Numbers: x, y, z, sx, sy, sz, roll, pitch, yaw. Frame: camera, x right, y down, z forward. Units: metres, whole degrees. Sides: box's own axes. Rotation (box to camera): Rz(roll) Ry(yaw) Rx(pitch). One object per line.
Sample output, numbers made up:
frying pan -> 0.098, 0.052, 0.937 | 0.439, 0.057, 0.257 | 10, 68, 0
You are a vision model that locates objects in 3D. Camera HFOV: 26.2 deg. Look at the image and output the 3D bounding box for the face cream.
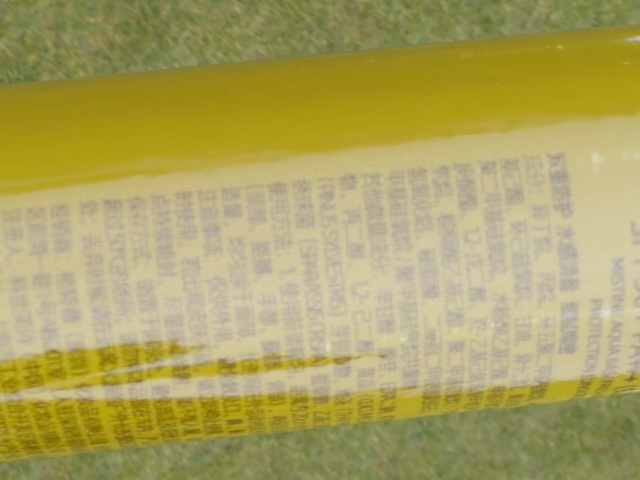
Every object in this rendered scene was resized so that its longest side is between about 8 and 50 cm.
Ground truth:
face cream -> 0.000, 0.000, 0.380 | 0.348, 0.105, 0.105 | -6, 119, -2
